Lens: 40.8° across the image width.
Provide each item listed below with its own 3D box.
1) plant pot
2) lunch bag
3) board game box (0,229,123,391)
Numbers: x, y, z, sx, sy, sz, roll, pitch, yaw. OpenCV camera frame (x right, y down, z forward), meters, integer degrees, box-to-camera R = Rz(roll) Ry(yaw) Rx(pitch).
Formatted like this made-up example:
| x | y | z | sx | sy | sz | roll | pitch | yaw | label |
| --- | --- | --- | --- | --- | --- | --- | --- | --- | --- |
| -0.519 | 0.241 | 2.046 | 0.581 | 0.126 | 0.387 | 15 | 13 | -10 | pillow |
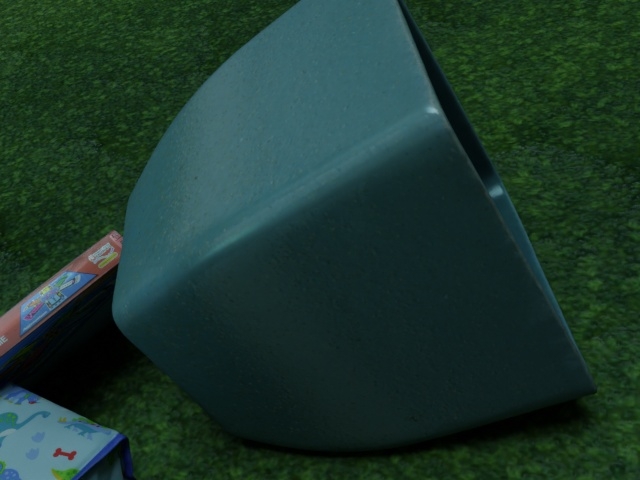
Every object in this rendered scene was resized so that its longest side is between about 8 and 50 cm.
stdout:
| x | y | z | sx | sy | sz | roll | pitch | yaw | label |
| --- | --- | --- | --- | --- | --- | --- | --- | --- | --- |
| 0.000 | 0.000 | 0.601 | 0.252 | 0.247 | 0.248 | -27 | 35 | 13 | plant pot |
| -0.210 | 0.182 | 0.558 | 0.129 | 0.096 | 0.151 | 12 | 36 | 31 | lunch bag |
| -0.256 | 0.111 | 0.637 | 0.027 | 0.145 | 0.281 | 44 | 60 | 5 | board game box |
